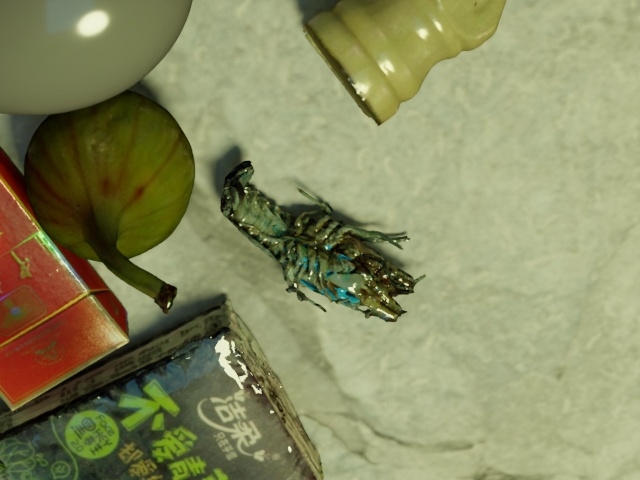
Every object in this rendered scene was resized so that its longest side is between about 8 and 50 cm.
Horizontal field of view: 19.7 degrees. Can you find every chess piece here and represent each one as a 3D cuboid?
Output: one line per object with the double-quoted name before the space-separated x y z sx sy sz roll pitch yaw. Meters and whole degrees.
"chess piece" 0.092 -0.174 1.292 0.200 0.090 0.090 -37 113 1

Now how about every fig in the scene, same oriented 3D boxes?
"fig" -0.138 -0.014 1.258 0.124 0.236 0.124 -6 123 -9

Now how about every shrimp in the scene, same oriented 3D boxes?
"shrimp" -0.003 0.000 1.381 0.174 0.076 0.082 34 68 -14

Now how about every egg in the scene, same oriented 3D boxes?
"egg" -0.179 -0.159 1.233 0.198 0.146 0.146 -16 116 11

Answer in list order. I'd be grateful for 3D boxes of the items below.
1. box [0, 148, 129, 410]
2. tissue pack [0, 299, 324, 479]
"box" -0.235 0.030 1.373 0.112 0.048 0.175 -32 114 10
"tissue pack" -0.135 0.170 1.434 0.235 0.073 0.173 -26 115 8
